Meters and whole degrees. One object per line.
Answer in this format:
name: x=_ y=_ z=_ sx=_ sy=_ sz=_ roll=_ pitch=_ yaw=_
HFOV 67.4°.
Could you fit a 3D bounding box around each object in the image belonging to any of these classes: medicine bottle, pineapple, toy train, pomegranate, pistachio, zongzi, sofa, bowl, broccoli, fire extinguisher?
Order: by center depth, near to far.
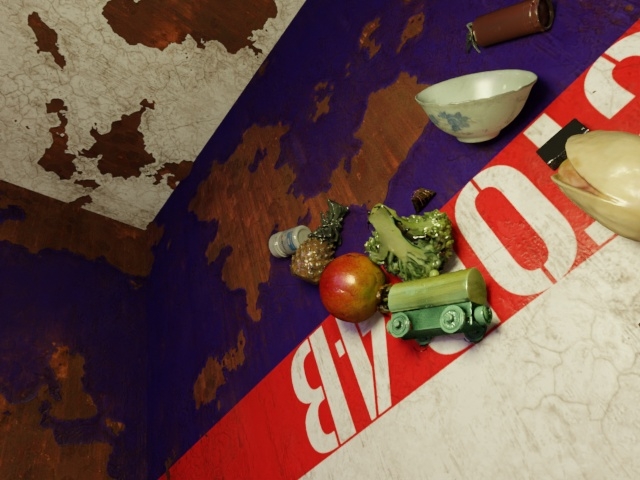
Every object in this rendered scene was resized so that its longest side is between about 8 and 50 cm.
pistachio: x=0.602 y=-0.112 z=0.962 sx=0.187 sy=0.188 sz=0.299 roll=-55 pitch=36 yaw=15
sofa: x=0.591 y=-0.233 z=1.165 sx=0.118 sy=0.039 sz=0.060 roll=-45 pitch=42 yaw=25
toy train: x=0.303 y=0.176 z=1.242 sx=0.307 sy=0.126 sz=0.189 roll=-20 pitch=48 yaw=47
bowl: x=0.426 y=-0.356 z=1.321 sx=0.313 sy=0.313 sz=0.146 roll=29 pitch=139 yaw=54
broccoli: x=0.247 y=-0.028 z=1.341 sx=0.242 sy=0.273 sz=0.180 roll=-21 pitch=22 yaw=43
fire extinguisher: x=0.535 y=-0.627 z=1.413 sx=0.269 sy=0.105 sz=0.104 roll=6 pitch=76 yaw=52
pomegranate: x=0.110 y=0.145 z=1.437 sx=0.235 sy=0.210 sz=0.210 roll=17 pitch=84 yaw=16
zongzi: x=0.296 y=-0.124 z=1.449 sx=0.067 sy=0.073 sz=0.083 roll=28 pitch=95 yaw=36
pineapple: x=0.000 y=0.000 z=1.714 sx=0.309 sy=0.141 sz=0.170 roll=-67 pitch=10 yaw=-13
medicine bottle: x=-0.114 y=0.006 z=1.867 sx=0.168 sy=0.105 sz=0.105 roll=-16 pitch=59 yaw=47

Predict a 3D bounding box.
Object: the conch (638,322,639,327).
conch: x=0.641 y=0.227 z=0.812 sx=0.086 sy=0.080 sz=0.232 roll=-49 pitch=40 yaw=35
